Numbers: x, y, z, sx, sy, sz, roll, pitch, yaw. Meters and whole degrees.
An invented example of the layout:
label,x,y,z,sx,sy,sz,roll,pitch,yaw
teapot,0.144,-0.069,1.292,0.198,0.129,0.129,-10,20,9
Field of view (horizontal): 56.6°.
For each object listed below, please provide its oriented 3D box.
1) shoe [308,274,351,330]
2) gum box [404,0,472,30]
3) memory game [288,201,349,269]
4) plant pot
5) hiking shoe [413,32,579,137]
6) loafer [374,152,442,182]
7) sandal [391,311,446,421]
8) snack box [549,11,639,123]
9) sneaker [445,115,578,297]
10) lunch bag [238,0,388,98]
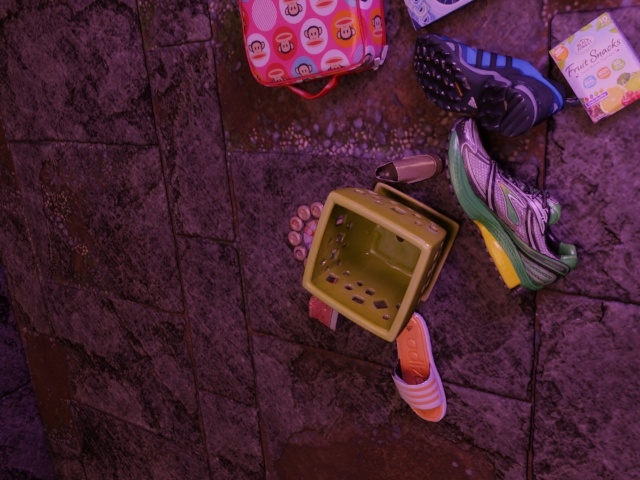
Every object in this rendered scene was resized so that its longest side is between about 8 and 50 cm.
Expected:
label,x,y,z,sx,sy,sz,roll,pitch,yaw
shoe,0.021,0.123,1.380,0.081,0.063,0.178,24,124,20
gum box,0.215,-0.474,1.015,0.184,0.041,0.157,-14,104,45
memory game,0.000,0.000,1.384,0.186,0.012,0.186,13,115,31
plant pot,0.129,0.022,1.176,0.227,0.207,0.228,31,123,23
hiking shoe,0.281,-0.274,1.027,0.304,0.132,0.113,50,147,38
loafer,0.172,-0.138,1.185,0.148,0.050,0.056,-8,102,37
sandal,0.200,0.287,1.307,0.102,0.076,0.265,-7,103,37
snack box,0.448,-0.273,0.947,0.100,0.037,0.141,-33,87,38
sneaker,0.338,-0.075,1.059,0.146,0.134,0.343,-28,99,32
lunch bag,-0.017,-0.413,1.173,0.293,0.120,0.258,2,109,34
